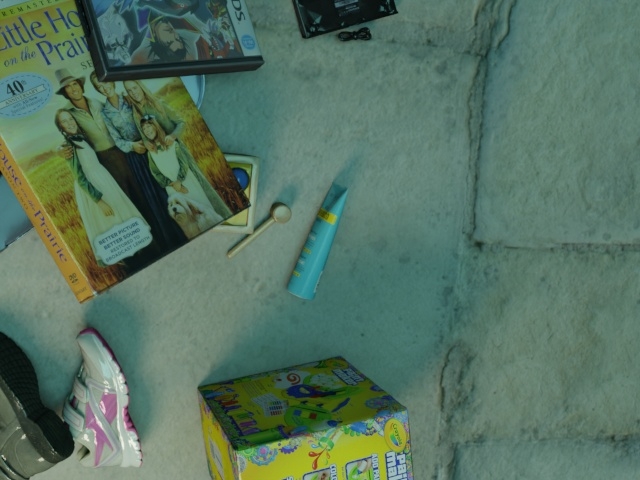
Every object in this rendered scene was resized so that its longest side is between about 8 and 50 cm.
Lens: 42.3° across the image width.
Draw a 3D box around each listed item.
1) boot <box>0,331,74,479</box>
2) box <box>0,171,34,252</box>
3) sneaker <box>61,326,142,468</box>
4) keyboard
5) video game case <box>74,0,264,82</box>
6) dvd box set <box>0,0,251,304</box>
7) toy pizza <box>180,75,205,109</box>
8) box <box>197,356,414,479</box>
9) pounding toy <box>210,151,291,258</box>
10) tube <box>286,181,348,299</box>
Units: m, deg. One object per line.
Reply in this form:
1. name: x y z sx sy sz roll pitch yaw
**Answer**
1. boot: -0.512 0.278 1.296 0.161 0.083 0.247 -32 86 13
2. box: -0.442 -0.071 1.230 0.156 0.158 0.093 -39 109 -11
3. sneaker: -0.367 0.267 1.341 0.111 0.103 0.252 -14 102 -19
4. keyboard: 0.047 -0.393 1.428 0.180 0.023 0.108 -19 98 -15
5. video game case: -0.234 -0.367 1.237 0.274 0.035 0.248 -14 85 -38
6. dvd box set: -0.315 -0.164 1.178 0.307 0.062 0.420 -33 97 -40
7. toy pizza: -0.286 -0.255 1.322 0.201 0.032 0.201 -4 104 -17
8. box: -0.032 0.338 1.371 0.279 0.290 0.177 -10 102 -17
9. pounding toy: -0.140 -0.053 1.375 0.206 0.094 0.181 3 97 -20
10. tube: 0.000 0.000 1.448 0.052 0.080 0.207 18 96 -27
